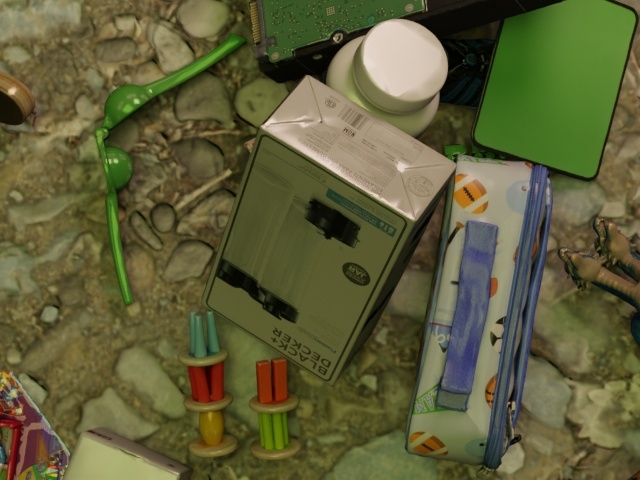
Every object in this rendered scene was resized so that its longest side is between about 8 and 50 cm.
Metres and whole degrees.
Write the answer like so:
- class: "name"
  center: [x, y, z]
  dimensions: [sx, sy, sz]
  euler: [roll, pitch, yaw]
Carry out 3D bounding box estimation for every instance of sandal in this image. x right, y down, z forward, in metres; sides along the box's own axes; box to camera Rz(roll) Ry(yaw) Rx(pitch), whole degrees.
- class: "sandal"
  center: [-0.399, -0.204, 1.503]
  dimensions: [0.240, 0.088, 0.079]
  euler: [25, 57, 12]

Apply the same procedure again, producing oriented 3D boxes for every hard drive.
- class: "hard drive"
  center: [0.083, -0.310, 1.387]
  dimensions: [0.339, 0.064, 0.237]
  euler: [-14, 71, 21]

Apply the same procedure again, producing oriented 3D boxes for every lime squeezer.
- class: "lime squeezer"
  center: [-0.192, -0.094, 1.485]
  dimensions: [0.110, 0.059, 0.310]
  euler: [23, 88, -23]

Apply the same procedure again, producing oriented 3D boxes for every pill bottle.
- class: "pill bottle"
  center: [0.050, -0.132, 1.336]
  dimensions: [0.112, 0.187, 0.112]
  euler: [6, 69, -14]

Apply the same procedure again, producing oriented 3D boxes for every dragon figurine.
- class: "dragon figurine"
  center: [0.366, 0.086, 1.387]
  dimensions: [0.289, 0.144, 0.085]
  euler: [40, 90, -12]

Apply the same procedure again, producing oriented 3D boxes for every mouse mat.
- class: "mouse mat"
  center: [0.241, -0.168, 1.424]
  dimensions: [0.152, 0.007, 0.190]
  euler: [16, 87, -19]

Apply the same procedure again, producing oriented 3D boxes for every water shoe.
- class: "water shoe"
  center: [0.144, -0.172, 1.429]
  dimensions: [0.203, 0.080, 0.073]
  euler: [-4, 87, 6]

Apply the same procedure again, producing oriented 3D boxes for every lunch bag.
- class: "lunch bag"
  center: [0.153, 0.074, 1.333]
  dimensions: [0.115, 0.243, 0.303]
  euler: [9, 87, 7]

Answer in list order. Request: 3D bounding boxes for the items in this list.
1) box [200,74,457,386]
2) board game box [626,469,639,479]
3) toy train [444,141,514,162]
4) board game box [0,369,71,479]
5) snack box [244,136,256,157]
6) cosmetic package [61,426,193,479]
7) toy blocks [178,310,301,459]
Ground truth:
- class: "box"
  center: [0.000, 0.000, 1.338]
  dimensions: [0.169, 0.290, 0.087]
  euler: [32, 52, 6]
- class: "board game box"
  center: [0.279, 0.291, 1.344]
  dimensions: [0.141, 0.170, 0.048]
  euler: [-37, 86, 3]
- class: "toy train"
  center: [0.169, -0.093, 1.454]
  dimensions: [0.083, 0.017, 0.024]
  euler: [-6, 76, 6]
- class: "board game box"
  center: [-0.354, 0.224, 1.486]
  dimensions: [0.133, 0.033, 0.169]
  euler: [-38, 83, 3]
- class: "snack box"
  center: [0.004, -0.089, 1.460]
  dimensions: [0.141, 0.037, 0.100]
  euler: [-27, 86, 2]
- class: "cosmetic package"
  center: [-0.230, 0.322, 1.443]
  dimensions: [0.117, 0.085, 0.231]
  euler: [23, 88, 7]
- class: "toy blocks"
  center: [-0.083, 0.145, 1.424]
  dimensions: [0.123, 0.054, 0.148]
  euler: [0, 105, 16]
